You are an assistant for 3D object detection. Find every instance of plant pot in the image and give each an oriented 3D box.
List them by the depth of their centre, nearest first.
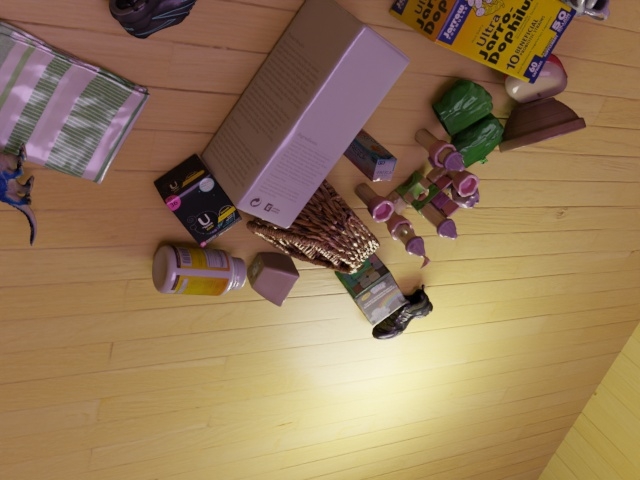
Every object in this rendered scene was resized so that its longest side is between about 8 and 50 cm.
[{"bbox_3d":[-0.134,0.094,1.842,0.096,0.109,0.109,21,112,-28],"label":"plant pot"},{"bbox_3d":[0.604,-0.328,1.930,0.237,0.237,0.109,-19,94,-19],"label":"plant pot"}]

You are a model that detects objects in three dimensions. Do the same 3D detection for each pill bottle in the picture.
[{"bbox_3d":[-0.295,0.076,1.707,0.215,0.117,0.117,6,120,-36],"label":"pill bottle"}]

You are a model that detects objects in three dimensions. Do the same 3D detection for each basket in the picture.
[{"bbox_3d":[0.000,0.000,1.714,0.223,0.213,0.299,-41,158,2],"label":"basket"}]

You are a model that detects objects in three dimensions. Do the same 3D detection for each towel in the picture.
[{"bbox_3d":[-0.526,-0.254,1.349,0.325,0.038,0.248,19,113,-41],"label":"towel"}]

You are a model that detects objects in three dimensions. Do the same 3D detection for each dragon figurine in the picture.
[{"bbox_3d":[-0.638,-0.111,1.343,0.144,0.085,0.289,-5,139,-11],"label":"dragon figurine"}]

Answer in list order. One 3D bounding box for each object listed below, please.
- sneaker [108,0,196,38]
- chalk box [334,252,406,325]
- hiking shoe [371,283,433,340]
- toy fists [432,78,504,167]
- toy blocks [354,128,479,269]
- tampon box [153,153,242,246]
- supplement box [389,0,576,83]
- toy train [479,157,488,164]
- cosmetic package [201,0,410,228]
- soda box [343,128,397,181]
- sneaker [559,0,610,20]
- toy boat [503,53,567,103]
[{"bbox_3d":[-0.272,-0.482,1.309,0.267,0.101,0.106,-35,158,-5],"label":"sneaker"},{"bbox_3d":[0.138,0.121,2.015,0.132,0.132,0.213,-35,135,-3],"label":"chalk box"},{"bbox_3d":[0.250,0.226,2.220,0.227,0.086,0.114,-33,122,-14],"label":"hiking shoe"},{"bbox_3d":[0.402,-0.319,1.859,0.142,0.096,0.279,-32,138,8],"label":"toy fists"},{"bbox_3d":[0.312,-0.083,1.869,0.288,0.260,0.309,-43,136,3],"label":"toy blocks"},{"bbox_3d":[-0.280,-0.091,1.592,0.120,0.101,0.161,-36,136,-3],"label":"tampon box"},{"bbox_3d":[0.376,-0.526,1.599,0.357,0.195,0.194,8,119,-37],"label":"supplement box"},{"bbox_3d":[0.457,-0.242,2.009,0.083,0.017,0.024,24,119,-43],"label":"toy train"},{"bbox_3d":[-0.044,-0.280,1.504,0.161,0.230,0.453,23,111,-43],"label":"cosmetic package"},{"bbox_3d":[0.110,-0.213,1.688,0.058,0.183,0.063,-6,126,-30],"label":"soda box"},{"bbox_3d":[0.580,-0.672,1.602,0.137,0.210,0.366,-36,136,-3],"label":"sneaker"},{"bbox_3d":[0.558,-0.457,1.822,0.151,0.151,0.231,-14,175,24],"label":"toy boat"}]
